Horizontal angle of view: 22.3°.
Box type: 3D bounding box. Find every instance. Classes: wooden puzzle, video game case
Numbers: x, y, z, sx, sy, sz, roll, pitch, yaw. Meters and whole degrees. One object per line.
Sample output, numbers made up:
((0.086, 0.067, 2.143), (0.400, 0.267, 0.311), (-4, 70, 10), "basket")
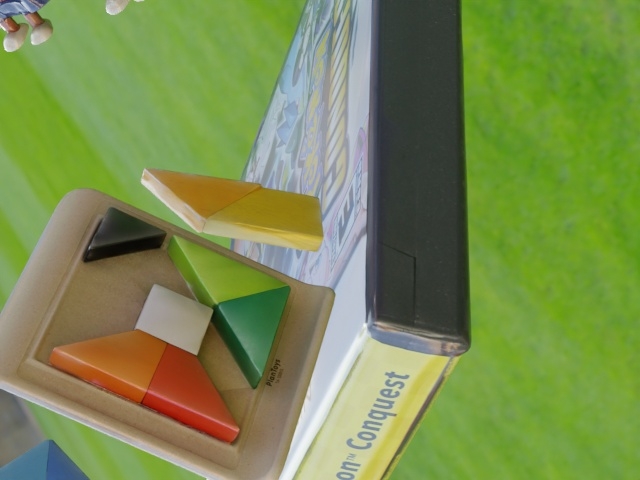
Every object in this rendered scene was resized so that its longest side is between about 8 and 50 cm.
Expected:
((-0.036, 0.019, 0.379), (0.116, 0.078, 0.014), (-82, 11, -46), "wooden puzzle")
((0.000, 0.000, 0.642), (0.248, 0.035, 0.275), (113, 164, -48), "video game case")

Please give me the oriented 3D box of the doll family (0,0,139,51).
((-0.194, -0.182, 0.993), (0.111, 0.193, 0.076), (48, -148, -41), "doll family")
